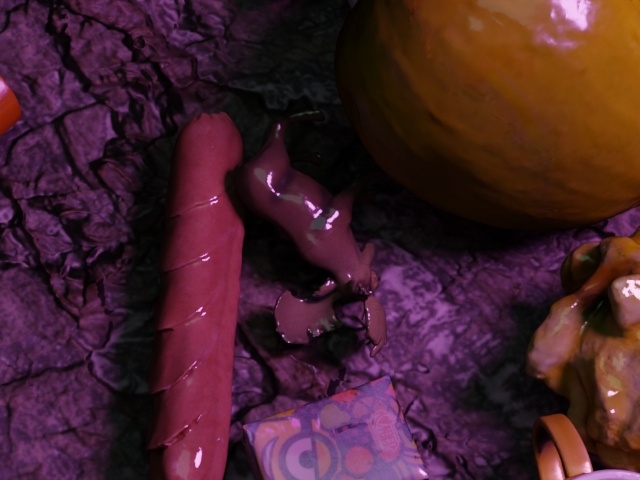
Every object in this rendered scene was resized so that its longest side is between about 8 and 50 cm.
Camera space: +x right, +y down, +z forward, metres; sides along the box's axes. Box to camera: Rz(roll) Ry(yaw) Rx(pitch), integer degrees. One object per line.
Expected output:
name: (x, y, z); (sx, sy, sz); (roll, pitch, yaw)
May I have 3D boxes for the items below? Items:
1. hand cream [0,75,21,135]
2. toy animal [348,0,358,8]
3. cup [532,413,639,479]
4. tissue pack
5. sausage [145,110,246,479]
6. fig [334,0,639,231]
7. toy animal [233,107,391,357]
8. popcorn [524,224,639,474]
hand cream: (-0.432, -0.052, 1.533); (0.089, 0.139, 0.314); (44, 63, -2)
toy animal: (0.091, -0.362, 1.661); (0.208, 0.154, 0.325); (30, 88, -8)
cup: (0.218, 0.257, 1.307); (0.185, 0.226, 0.241); (-11, 72, -6)
tissue pack: (0.012, 0.199, 1.428); (0.148, 0.060, 0.109); (-17, 66, -8)
sausage: (-0.116, 0.068, 1.477); (0.088, 0.088, 0.433); (3, 61, 1)
fig: (0.191, -0.164, 1.466); (0.343, 0.343, 0.343); (0, 64, 0)
toy animal: (0.000, 0.000, 1.501); (0.214, 0.094, 0.186); (38, 55, -4)
popcorn: (0.318, 0.093, 1.405); (0.255, 0.195, 0.256); (13, 64, 9)
